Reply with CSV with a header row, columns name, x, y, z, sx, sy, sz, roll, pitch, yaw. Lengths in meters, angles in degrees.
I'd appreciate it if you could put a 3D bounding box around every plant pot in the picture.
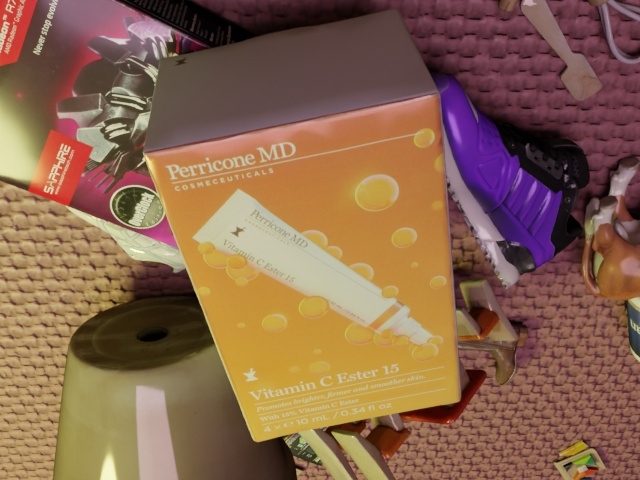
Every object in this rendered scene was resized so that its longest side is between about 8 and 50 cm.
name,x,y,z,sx,sy,sz,roll,pitch,yaw
plant pot,-0.194,0.232,0.860,0.323,0.323,0.280,-4,111,-1

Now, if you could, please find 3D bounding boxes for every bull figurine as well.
name,x,y,z,sx,sy,sz,roll,pitch,yaw
bull figurine,0.454,-0.028,0.803,0.310,0.101,0.188,-24,120,9

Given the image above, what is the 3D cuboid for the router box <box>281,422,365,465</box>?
name,x,y,z,sx,sy,sz,roll,pitch,yaw
router box,-0.004,0.283,1.047,0.092,0.038,0.122,28,120,-23

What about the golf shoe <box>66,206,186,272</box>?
name,x,y,z,sx,sy,sz,roll,pitch,yaw
golf shoe,-0.220,-0.009,0.796,0.176,0.069,0.086,25,128,-20

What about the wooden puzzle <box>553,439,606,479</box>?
name,x,y,z,sx,sy,sz,roll,pitch,yaw
wooden puzzle,0.439,0.382,1.167,0.078,0.014,0.116,-33,123,20

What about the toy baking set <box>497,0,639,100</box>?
name,x,y,z,sx,sy,sz,roll,pitch,yaw
toy baking set,0.273,-0.257,0.658,0.196,0.030,0.256,15,125,-15

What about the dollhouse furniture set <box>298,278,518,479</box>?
name,x,y,z,sx,sy,sz,roll,pitch,yaw
dollhouse furniture set,0.088,0.186,0.852,0.259,0.262,0.135,-12,115,54

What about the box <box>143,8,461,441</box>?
name,x,y,z,sx,sy,sz,roll,pitch,yaw
box,0.000,0.000,0.637,0.215,0.168,0.345,-12,128,2

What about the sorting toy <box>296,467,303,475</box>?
name,x,y,z,sx,sy,sz,roll,pitch,yaw
sorting toy,-0.076,0.393,1.142,0.062,0.012,0.083,29,117,-29

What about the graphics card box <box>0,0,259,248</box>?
name,x,y,z,sx,sy,sz,roll,pitch,yaw
graphics card box,-0.155,-0.117,0.698,0.371,0.094,0.233,23,122,-22

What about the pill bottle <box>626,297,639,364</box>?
name,x,y,z,sx,sy,sz,roll,pitch,yaw
pill bottle,0.457,0.114,0.912,0.094,0.094,0.169,-16,126,9

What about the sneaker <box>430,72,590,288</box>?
name,x,y,z,sx,sy,sz,roll,pitch,yaw
sneaker,0.208,-0.083,0.752,0.146,0.102,0.293,-28,129,11

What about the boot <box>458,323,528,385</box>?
name,x,y,z,sx,sy,sz,roll,pitch,yaw
boot,0.220,0.154,0.963,0.114,0.037,0.106,6,114,-12
